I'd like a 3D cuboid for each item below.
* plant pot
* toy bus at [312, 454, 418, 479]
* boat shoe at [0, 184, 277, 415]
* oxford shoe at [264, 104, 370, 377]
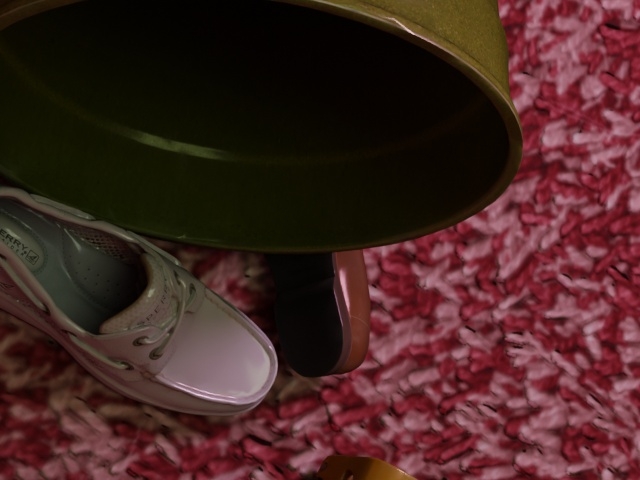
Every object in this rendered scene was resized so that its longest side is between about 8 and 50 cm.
[{"bbox_3d":[-0.042,-0.222,1.040,0.366,0.366,0.353,17,64,-27],"label":"plant pot"},{"bbox_3d":[0.020,0.259,1.128,0.191,0.104,0.202,-16,92,-30],"label":"toy bus"},{"bbox_3d":[-0.135,0.047,1.069,0.277,0.096,0.098,29,70,-24],"label":"boat shoe"},{"bbox_3d":[0.000,0.000,1.180,0.076,0.076,0.212,8,76,-59],"label":"oxford shoe"}]
